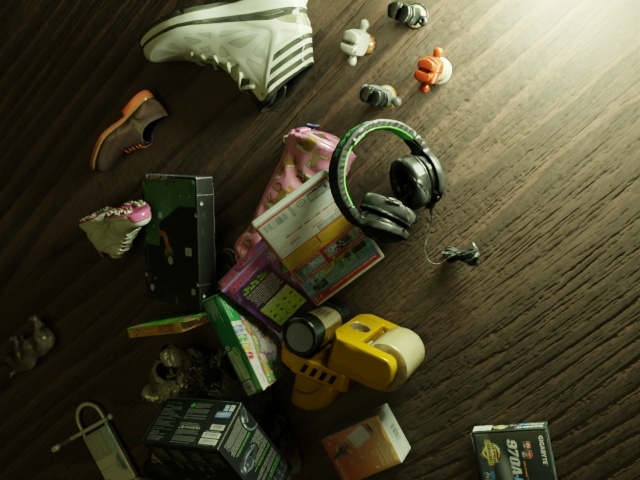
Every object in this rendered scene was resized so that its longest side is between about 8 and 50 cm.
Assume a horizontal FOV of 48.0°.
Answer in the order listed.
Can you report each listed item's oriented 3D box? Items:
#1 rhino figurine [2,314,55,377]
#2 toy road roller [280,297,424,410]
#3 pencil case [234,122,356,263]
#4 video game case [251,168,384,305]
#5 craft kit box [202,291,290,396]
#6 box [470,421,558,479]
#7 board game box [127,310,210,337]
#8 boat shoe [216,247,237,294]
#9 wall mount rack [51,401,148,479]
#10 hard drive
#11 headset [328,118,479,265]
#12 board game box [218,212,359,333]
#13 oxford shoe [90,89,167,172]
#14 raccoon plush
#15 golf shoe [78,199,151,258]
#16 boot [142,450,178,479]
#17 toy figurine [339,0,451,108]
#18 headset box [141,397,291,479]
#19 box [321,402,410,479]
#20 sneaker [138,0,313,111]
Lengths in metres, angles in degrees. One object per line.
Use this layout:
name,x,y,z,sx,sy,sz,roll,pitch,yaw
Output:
rhino figurine,-0.881,0.330,2.147,0.243,0.073,0.106,-42,79,22
toy road roller,0.061,0.300,1.713,0.329,0.202,0.241,19,108,22
pencil case,-0.068,-0.085,1.729,0.167,0.160,0.386,35,109,24
video game case,0.000,0.000,1.644,0.204,0.025,0.285,-36,124,0
craft kit box,-0.158,0.225,1.761,0.061,0.246,0.250,-27,88,20
box,0.458,0.539,1.675,0.175,0.051,0.220,-9,94,22
board game box,-0.378,0.213,1.866,0.259,0.124,0.039,-15,93,42
boat shoe,-0.241,0.137,1.871,0.084,0.079,0.233,2,97,22
wall mount rack,-0.602,0.619,2.043,0.304,0.130,0.350,-32,86,27
hard drive,-0.369,-0.003,1.869,0.236,0.064,0.339,6,101,41
headset,0.194,-0.088,1.586,0.243,0.185,0.394,-48,113,-14
board game box,-0.048,0.042,1.690,0.347,0.208,0.056,-44,38,6
oxford shoe,-0.512,-0.268,1.908,0.098,0.097,0.271,44,110,4
raccoon plush,-0.279,0.460,1.875,0.299,0.216,0.447,-21,90,30
golf shoe,-0.527,-0.026,1.915,0.306,0.115,0.140,-6,109,49
boot,-0.392,0.675,1.995,0.207,0.094,0.247,13,95,15
toy figurine,0.167,-0.411,1.604,0.209,0.148,0.213,-25,91,28
headset box,-0.240,0.519,1.727,0.246,0.131,0.283,-6,130,34
box,0.113,0.505,1.781,0.170,0.091,0.130,-30,87,22
sneaker,-0.226,-0.428,1.732,0.447,0.169,0.258,-8,93,19
